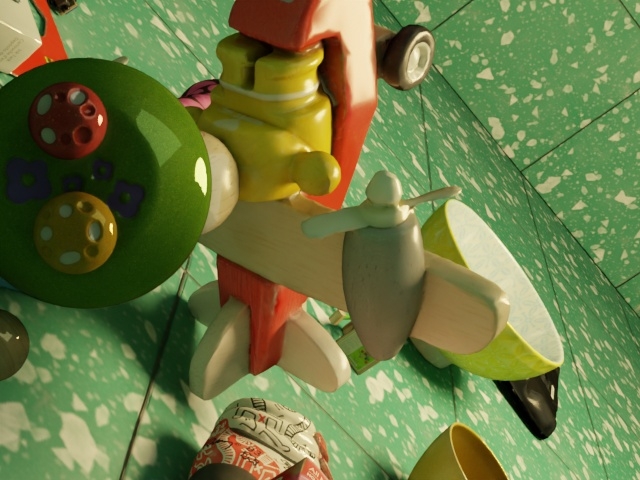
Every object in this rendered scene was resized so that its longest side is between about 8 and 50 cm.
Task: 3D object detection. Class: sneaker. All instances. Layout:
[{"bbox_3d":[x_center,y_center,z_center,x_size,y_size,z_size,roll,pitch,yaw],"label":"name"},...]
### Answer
[{"bbox_3d":[0.007,0.245,0.956,0.270,0.090,0.145,40,28,-13],"label":"sneaker"}]

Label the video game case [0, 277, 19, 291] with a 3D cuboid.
[{"bbox_3d":[-0.280,-0.035,0.910,0.119,0.015,0.166,28,33,-61],"label":"video game case"}]

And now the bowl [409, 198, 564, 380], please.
[{"bbox_3d":[0.209,0.098,1.636,0.289,0.156,0.289,46,21,-23],"label":"bowl"}]

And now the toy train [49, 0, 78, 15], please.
[{"bbox_3d":[-0.317,-0.320,1.312,0.158,0.027,0.036,64,7,29],"label":"toy train"}]

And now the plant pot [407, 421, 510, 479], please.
[{"bbox_3d":[0.150,0.288,1.266,0.134,0.095,0.134,46,20,-22],"label":"plant pot"}]

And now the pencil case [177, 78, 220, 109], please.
[{"bbox_3d":[-0.158,-0.129,1.267,0.209,0.098,0.095,-43,141,-71],"label":"pencil case"}]

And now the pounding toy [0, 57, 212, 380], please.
[{"bbox_3d":[-0.189,-0.026,0.767,0.183,0.237,0.110,54,-3,-2],"label":"pounding toy"}]

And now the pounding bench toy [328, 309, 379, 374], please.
[{"bbox_3d":[0.048,0.111,1.395,0.083,0.052,0.065,52,19,-6],"label":"pounding bench toy"}]

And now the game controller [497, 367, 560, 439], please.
[{"bbox_3d":[0.366,0.227,1.961,0.167,0.067,0.319,67,18,-8],"label":"game controller"}]

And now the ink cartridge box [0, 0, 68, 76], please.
[{"bbox_3d":[-0.339,-0.283,1.145,0.239,0.060,0.275,23,36,-54],"label":"ink cartridge box"}]

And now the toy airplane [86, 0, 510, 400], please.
[{"bbox_3d":[-0.065,-0.032,0.967,0.272,0.386,0.385,-8,74,-56],"label":"toy airplane"}]

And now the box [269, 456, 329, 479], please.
[{"bbox_3d":[0.016,0.332,0.805,0.300,0.142,0.154,52,18,-6],"label":"box"}]
